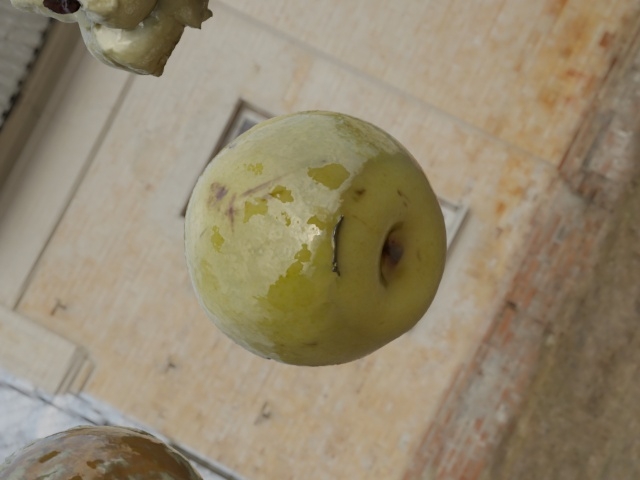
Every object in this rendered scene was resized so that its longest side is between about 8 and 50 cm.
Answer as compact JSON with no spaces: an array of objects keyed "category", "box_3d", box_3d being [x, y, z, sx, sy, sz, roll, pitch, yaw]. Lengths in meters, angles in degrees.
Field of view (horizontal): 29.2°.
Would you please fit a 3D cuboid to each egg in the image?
[{"category":"egg","box_3d":[-0.197,0.264,1.102,0.245,0.203,0.203,29,-92,-48]}]

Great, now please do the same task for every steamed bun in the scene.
[{"category":"steamed bun","box_3d":[-0.165,-0.197,0.855,0.106,0.177,0.192,-36,-25,-16]}]

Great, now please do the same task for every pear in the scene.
[{"category":"pear","box_3d":[0.000,0.000,1.396,0.309,0.309,0.309,-61,-8,-14]}]
